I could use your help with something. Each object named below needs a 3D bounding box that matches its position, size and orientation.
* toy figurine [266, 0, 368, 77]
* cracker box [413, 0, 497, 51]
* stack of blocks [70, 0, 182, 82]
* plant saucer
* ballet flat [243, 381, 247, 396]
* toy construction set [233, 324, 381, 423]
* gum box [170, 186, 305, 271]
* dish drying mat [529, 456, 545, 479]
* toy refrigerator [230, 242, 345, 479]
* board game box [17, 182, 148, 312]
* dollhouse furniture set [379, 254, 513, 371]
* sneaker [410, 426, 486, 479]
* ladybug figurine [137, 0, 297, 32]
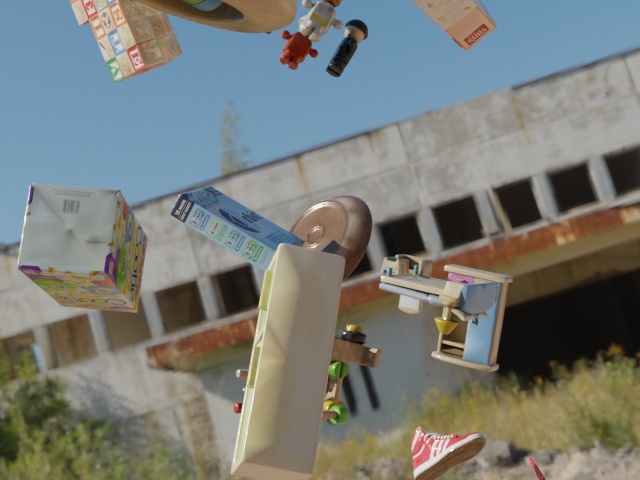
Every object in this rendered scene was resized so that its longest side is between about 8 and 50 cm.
[{"bbox_3d":[-0.016,-0.497,2.403,0.213,0.148,0.209,15,-22,35],"label":"toy figurine"},{"bbox_3d":[0.151,-0.398,1.528,0.067,0.155,0.232,-38,-42,21],"label":"cracker box"},{"bbox_3d":[-0.383,-0.450,1.921,0.087,0.297,0.171,-27,10,-35],"label":"stack of blocks"},{"bbox_3d":[0.000,0.000,1.780,0.198,0.198,0.036,-23,-45,33],"label":"plant saucer"},{"bbox_3d":[-0.062,0.258,1.593,0.049,0.057,0.173,-10,-33,22],"label":"ballet flat"},{"bbox_3d":[-0.008,0.295,2.182,0.237,0.257,0.309,8,-28,-37],"label":"toy construction set"},{"bbox_3d":[-0.127,-0.019,1.645,0.041,0.184,0.157,-62,-7,12],"label":"gum box"},{"bbox_3d":[0.430,0.460,2.055,0.008,0.032,0.083,-20,17,0],"label":"dish drying mat"},{"bbox_3d":[-0.043,0.150,1.259,0.094,0.269,0.102,13,-23,-8],"label":"toy refrigerator"},{"bbox_3d":[-0.383,0.019,1.716,0.144,0.142,0.275,5,-15,2],"label":"board game box"},{"bbox_3d":[0.206,0.152,2.080,0.286,0.198,0.303,12,7,32],"label":"dollhouse furniture set"},{"bbox_3d":[0.166,0.268,1.386,0.042,0.067,0.118,31,-56,-35],"label":"sneaker"},{"bbox_3d":[-0.205,-0.444,1.577,0.305,0.162,0.449,11,-3,40],"label":"ladybug figurine"}]
